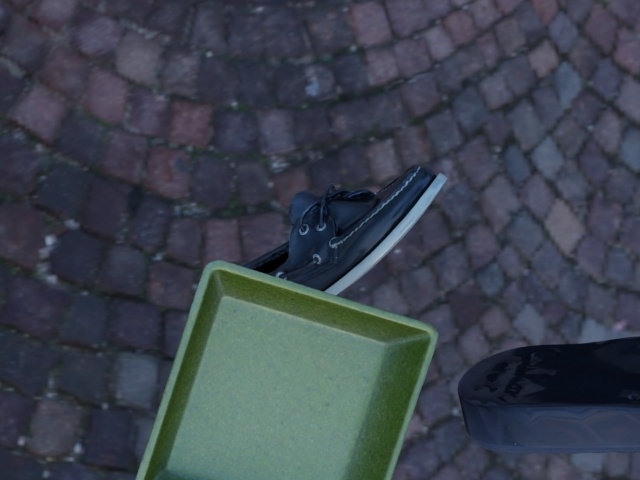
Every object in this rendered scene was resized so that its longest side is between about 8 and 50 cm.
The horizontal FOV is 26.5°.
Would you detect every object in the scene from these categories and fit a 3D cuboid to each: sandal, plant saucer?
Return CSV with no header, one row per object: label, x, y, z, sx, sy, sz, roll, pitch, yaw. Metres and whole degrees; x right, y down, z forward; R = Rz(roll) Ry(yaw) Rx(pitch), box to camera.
sandal,0.183,0.055,0.602,0.097,0.254,0.055,-50,130,-66
plant saucer,-0.029,0.125,1.008,0.188,0.045,0.188,18,92,-18

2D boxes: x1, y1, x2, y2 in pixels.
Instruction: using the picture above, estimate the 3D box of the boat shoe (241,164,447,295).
boat shoe,0.002,-0.002,1.508,0.113,0.340,0.127,46,47,-3
